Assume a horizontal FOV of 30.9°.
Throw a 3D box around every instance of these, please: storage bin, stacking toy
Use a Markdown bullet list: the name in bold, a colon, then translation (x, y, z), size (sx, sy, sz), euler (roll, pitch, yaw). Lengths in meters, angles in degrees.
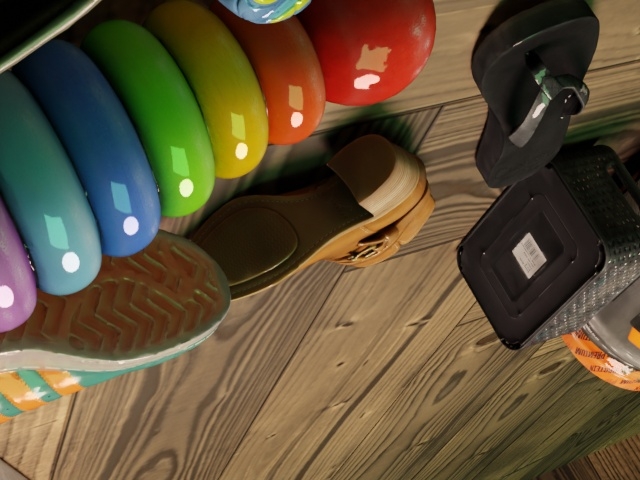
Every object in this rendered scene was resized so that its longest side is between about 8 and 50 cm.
- **storage bin**: translation (0.222, 0.008, 1.090), size (0.084, 0.122, 0.180), euler (-13, 153, -32)
- **stacking toy**: translation (-0.081, -0.065, 0.590), size (0.330, 0.141, 0.141), euler (-28, 158, -18)

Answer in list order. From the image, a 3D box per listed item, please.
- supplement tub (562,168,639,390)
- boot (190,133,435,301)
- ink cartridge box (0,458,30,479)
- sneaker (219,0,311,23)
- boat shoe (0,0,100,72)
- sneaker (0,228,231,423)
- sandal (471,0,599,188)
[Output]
- **supplement tub**: translation (0.392, 0.002, 1.159), size (0.207, 0.207, 0.338), euler (-11, 152, -35)
- **boot**: translation (0.000, 0.000, 0.896), size (0.197, 0.073, 0.152), euler (-29, 162, 10)
- **ink cartridge box**: translation (-0.269, 0.319, 0.959), size (0.091, 0.308, 0.385), euler (-27, 157, -6)
- **sneaker**: translation (0.006, -0.185, 0.505), size (0.188, 0.078, 0.067), euler (-50, 165, 12)
- **boat shoe**: translation (-0.103, -0.136, 0.456), size (0.305, 0.091, 0.109), euler (-31, 158, 7)
- **sneaker**: translation (-0.211, 0.066, 0.767), size (0.302, 0.108, 0.121), euler (-10, 157, -27)
- **sandal**: translation (0.170, -0.102, 0.885), size (0.097, 0.054, 0.254), euler (-27, 157, -2)
